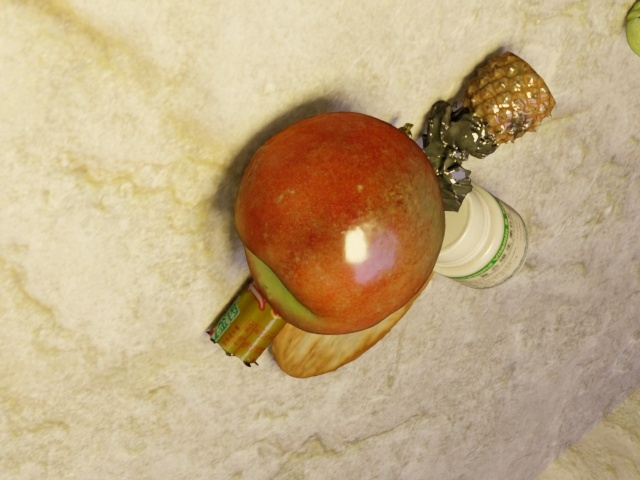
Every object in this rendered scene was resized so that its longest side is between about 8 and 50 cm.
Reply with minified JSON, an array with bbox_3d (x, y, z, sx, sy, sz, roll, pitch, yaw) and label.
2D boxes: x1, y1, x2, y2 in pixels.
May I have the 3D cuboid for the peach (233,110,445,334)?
[{"bbox_3d":[0.025,-0.021,1.594,0.252,0.252,0.252,-35,152,-21],"label":"peach"}]

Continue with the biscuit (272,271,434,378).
[{"bbox_3d":[0.031,0.111,2.008,0.309,0.040,0.205,-12,138,-49],"label":"biscuit"}]

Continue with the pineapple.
[{"bbox_3d":[0.191,-0.134,1.804,0.237,0.119,0.111,-42,141,-6],"label":"pineapple"}]

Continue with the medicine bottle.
[{"bbox_3d":[0.198,-0.014,1.967,0.139,0.139,0.237,-49,154,7],"label":"medicine bottle"}]

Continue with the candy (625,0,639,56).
[{"bbox_3d":[0.560,-0.394,2.032,0.335,0.092,0.093,-49,-162,-9],"label":"candy"}]

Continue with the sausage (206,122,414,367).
[{"bbox_3d":[0.000,0.000,1.759,0.371,0.082,0.082,-51,154,10],"label":"sausage"}]
